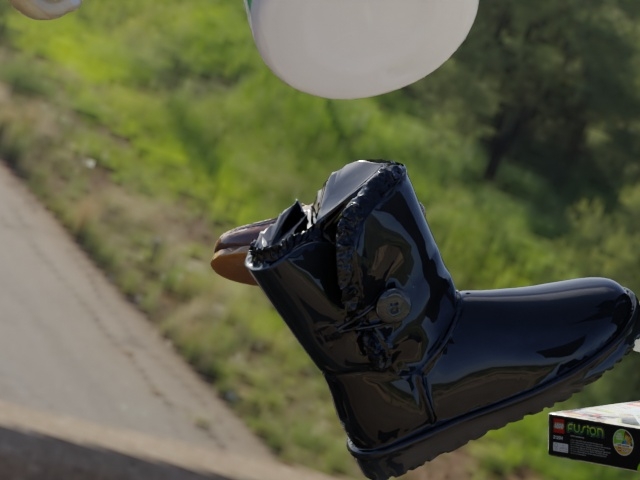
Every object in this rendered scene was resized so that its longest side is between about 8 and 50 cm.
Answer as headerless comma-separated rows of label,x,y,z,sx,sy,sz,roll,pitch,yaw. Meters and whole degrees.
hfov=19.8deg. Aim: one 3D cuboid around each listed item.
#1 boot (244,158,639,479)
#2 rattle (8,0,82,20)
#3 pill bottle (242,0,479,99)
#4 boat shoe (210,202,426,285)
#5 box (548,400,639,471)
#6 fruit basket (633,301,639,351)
boot,0.091,0.031,1.287,0.246,0.207,0.094,-27,23,-5
rattle,-0.283,-0.292,1.914,0.143,0.130,0.200,24,7,28
pill bottle,0.006,-0.318,1.679,0.204,0.204,0.361,13,41,-28
boat shoe,0.000,0.000,1.704,0.207,0.073,0.073,-2,-28,17
box,0.290,0.158,1.425,0.114,0.036,0.207,-3,4,-40
fruit basket,0.408,0.023,1.284,0.353,0.165,0.327,-4,-29,2
